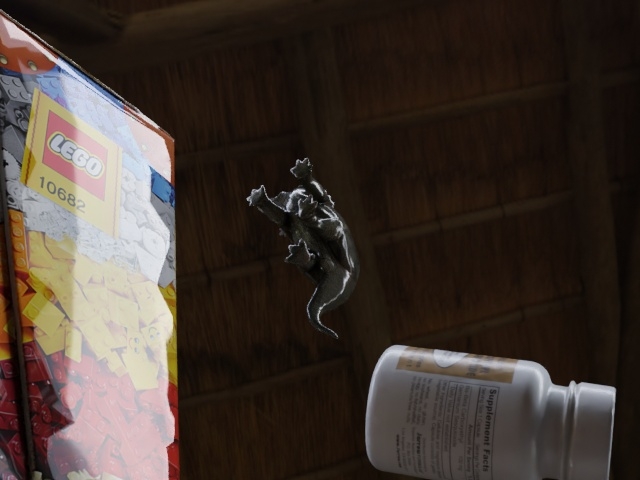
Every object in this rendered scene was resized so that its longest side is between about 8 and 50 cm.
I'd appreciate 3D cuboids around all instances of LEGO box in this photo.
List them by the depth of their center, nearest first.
[{"bbox_3d":[-0.348,0.129,0.625,0.500,0.193,0.373,-30,-135,24],"label":"LEGO box"}]

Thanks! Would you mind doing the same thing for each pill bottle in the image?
[{"bbox_3d":[0.171,0.181,0.852,0.229,0.131,0.131,5,-125,20],"label":"pill bottle"}]

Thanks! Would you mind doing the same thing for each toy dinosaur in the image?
[{"bbox_3d":[0.000,0.000,1.101,0.121,0.160,0.314,-41,-132,8],"label":"toy dinosaur"}]
